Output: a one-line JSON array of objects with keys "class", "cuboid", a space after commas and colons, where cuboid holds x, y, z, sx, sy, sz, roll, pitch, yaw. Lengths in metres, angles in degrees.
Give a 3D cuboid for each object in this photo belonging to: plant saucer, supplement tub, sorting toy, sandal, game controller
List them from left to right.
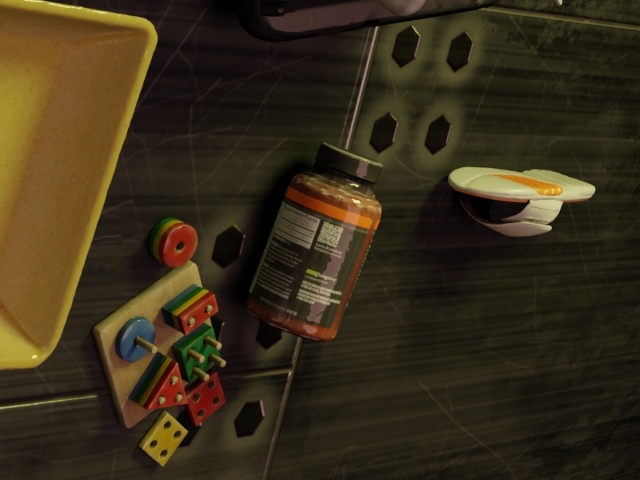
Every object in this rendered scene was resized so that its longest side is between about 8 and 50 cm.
[{"class": "plant saucer", "cuboid": [-0.321, -0.056, 1.389, 0.333, 0.081, 0.333, 3, 111, -50]}, {"class": "sorting toy", "cuboid": [-0.152, 0.118, 1.722, 0.132, 0.046, 0.274, -37, 135, -31]}, {"class": "supplement tub", "cuboid": [0.000, 0.000, 1.786, 0.106, 0.106, 0.198, 15, 99, -52]}, {"class": "game controller", "cuboid": [0.053, -0.293, 1.658, 0.319, 0.067, 0.166, -13, 93, -28]}, {"class": "sandal", "cuboid": [0.250, -0.040, 2.058, 0.265, 0.102, 0.076, -1, 107, -51]}]

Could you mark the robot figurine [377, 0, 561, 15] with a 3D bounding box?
[{"class": "robot figurine", "cuboid": [0.106, -0.357, 1.538, 0.353, 0.200, 0.300, 30, 91, -18]}]
